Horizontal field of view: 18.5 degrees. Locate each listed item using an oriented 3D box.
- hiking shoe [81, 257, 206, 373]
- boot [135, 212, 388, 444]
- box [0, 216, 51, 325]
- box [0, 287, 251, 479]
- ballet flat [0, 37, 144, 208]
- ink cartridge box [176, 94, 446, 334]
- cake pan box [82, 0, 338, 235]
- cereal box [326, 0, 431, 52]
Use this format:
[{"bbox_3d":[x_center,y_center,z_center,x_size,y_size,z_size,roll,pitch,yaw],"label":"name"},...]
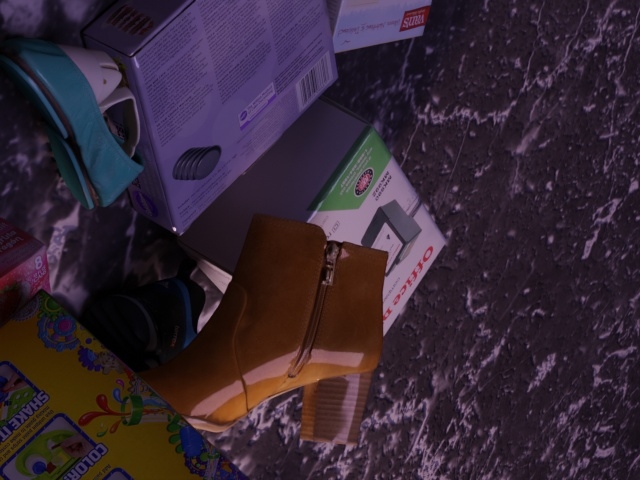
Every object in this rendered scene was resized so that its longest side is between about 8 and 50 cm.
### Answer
[{"bbox_3d":[-0.165,0.176,1.982,0.132,0.113,0.304,-28,137,-44],"label":"hiking shoe"},{"bbox_3d":[-0.080,0.078,1.871,0.295,0.104,0.211,7,84,-20],"label":"boot"},{"bbox_3d":[-0.348,0.087,1.603,0.257,0.122,0.128,-38,145,-36],"label":"box"},{"bbox_3d":[-0.165,0.239,1.615,0.177,0.279,0.290,-44,152,-15],"label":"box"},{"bbox_3d":[-0.206,-0.118,1.692,0.087,0.083,0.247,-41,153,-12],"label":"ballet flat"},{"bbox_3d":[0.000,0.000,2.085,0.211,0.121,0.289,-55,150,-10],"label":"ink cartridge box"},{"bbox_3d":[-0.091,-0.176,1.848,0.267,0.070,0.246,-47,150,-25],"label":"cake pan box"},{"bbox_3d":[0.071,-0.315,2.004,0.173,0.047,0.240,-17,129,-52],"label":"cereal box"}]
